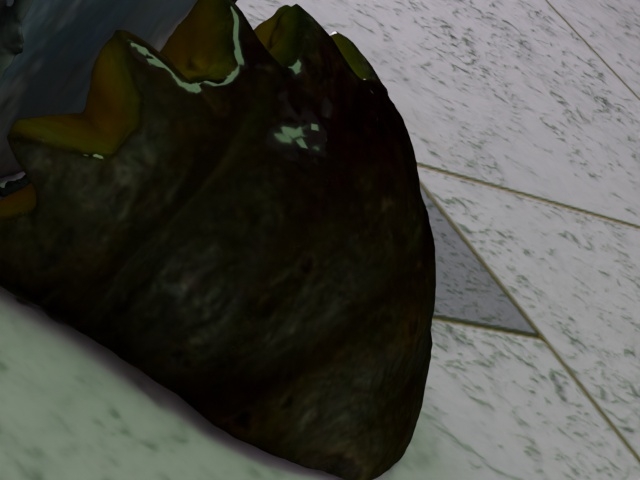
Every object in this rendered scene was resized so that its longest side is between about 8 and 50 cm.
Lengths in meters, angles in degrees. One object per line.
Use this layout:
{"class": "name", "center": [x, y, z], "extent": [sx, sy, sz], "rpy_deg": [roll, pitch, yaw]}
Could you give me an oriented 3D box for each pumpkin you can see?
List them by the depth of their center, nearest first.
{"class": "pumpkin", "center": [0.000, 0.000, 0.689], "extent": [0.149, 0.130, 0.254], "rpy_deg": [48, 23, 25]}

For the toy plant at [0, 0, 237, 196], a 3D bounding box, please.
{"class": "toy plant", "center": [-0.179, -0.200, 0.705], "extent": [0.332, 0.247, 0.247], "rpy_deg": [37, 22, 9]}
